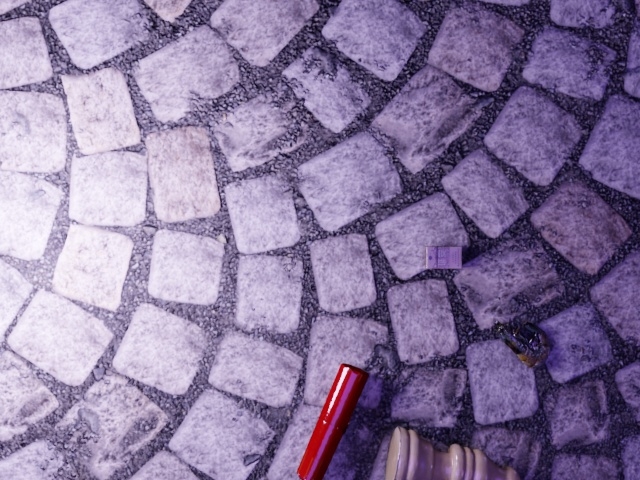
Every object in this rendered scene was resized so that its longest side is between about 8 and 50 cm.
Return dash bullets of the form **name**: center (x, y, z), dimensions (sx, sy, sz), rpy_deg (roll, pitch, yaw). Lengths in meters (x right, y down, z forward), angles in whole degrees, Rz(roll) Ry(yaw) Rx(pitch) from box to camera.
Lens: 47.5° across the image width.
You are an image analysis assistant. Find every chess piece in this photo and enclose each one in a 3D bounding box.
- **chess piece**: center (0.311, 0.526, 1.673), dimensions (0.307, 0.124, 0.138), rpy_deg (11, 59, -6)

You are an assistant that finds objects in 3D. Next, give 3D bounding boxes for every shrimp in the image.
- **shrimp**: center (0.473, 0.227, 1.704), dimensions (0.161, 0.034, 0.091), rpy_deg (41, 79, -9)

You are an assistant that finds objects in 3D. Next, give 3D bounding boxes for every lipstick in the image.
- **lipstick**: center (0.026, 0.422, 1.676), dimensions (0.073, 0.073, 0.279), rpy_deg (23, 91, -2)

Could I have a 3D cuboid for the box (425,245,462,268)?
- **box**: center (0.286, 0.039, 1.692), dimensions (0.083, 0.024, 0.053), rpy_deg (-1, 92, -3)
